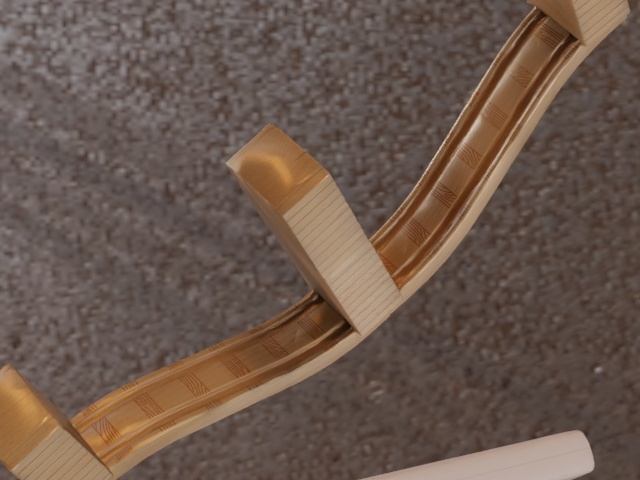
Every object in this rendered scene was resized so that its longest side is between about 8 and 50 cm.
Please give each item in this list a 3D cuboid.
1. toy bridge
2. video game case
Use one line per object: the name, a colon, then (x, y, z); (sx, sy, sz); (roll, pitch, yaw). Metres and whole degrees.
toy bridge: (0.000, 0.000, 0.375); (0.188, 0.063, 0.026); (-42, 54, -7)
video game case: (-0.008, 0.135, 0.693); (0.183, 0.201, 0.023); (-35, 68, 47)
